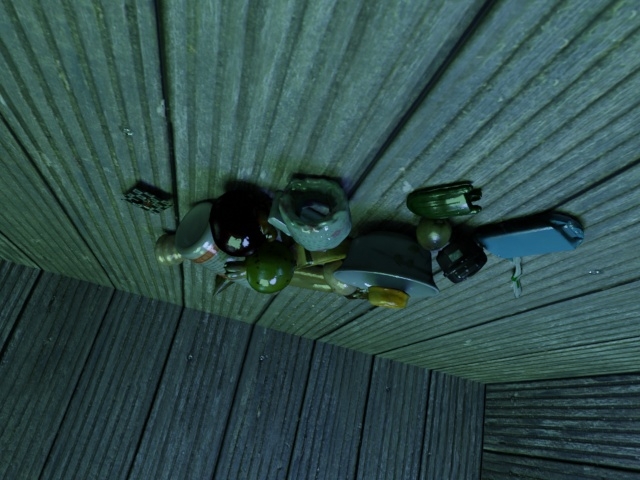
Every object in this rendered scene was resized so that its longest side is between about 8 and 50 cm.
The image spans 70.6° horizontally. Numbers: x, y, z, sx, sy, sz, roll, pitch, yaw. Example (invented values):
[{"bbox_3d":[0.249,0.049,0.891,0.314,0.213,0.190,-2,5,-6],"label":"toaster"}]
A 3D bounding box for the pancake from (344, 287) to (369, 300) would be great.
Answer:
[{"bbox_3d":[0.243,0.183,1.929,0.304,0.067,0.427,6,156,-4],"label":"pancake"}]

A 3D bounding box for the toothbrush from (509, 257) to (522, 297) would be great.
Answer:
[{"bbox_3d":[0.685,0.128,1.573,0.040,0.042,0.418,46,179,37],"label":"toothbrush"}]

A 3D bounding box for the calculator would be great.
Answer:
[{"bbox_3d":[0.592,-0.007,1.298,0.172,0.051,0.293,28,153,-34],"label":"calculator"}]

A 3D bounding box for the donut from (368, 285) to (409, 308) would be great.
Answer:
[{"bbox_3d":[0.229,0.196,1.541,0.151,0.058,0.152,9,168,2],"label":"donut"}]

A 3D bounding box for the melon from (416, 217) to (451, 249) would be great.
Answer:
[{"bbox_3d":[0.333,-0.022,1.338,0.099,0.099,0.162,10,158,7],"label":"melon"}]

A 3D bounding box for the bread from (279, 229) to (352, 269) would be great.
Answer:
[{"bbox_3d":[0.003,0.001,1.634,0.263,0.163,0.167,-11,173,-35],"label":"bread"}]

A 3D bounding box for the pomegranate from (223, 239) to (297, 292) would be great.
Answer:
[{"bbox_3d":[-0.201,0.088,1.521,0.247,0.202,0.202,-3,160,-14],"label":"pomegranate"}]

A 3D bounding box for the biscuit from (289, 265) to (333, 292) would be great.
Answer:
[{"bbox_3d":[-0.057,0.165,2.017,0.290,0.062,0.237,11,158,8],"label":"biscuit"}]

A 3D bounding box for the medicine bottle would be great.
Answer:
[{"bbox_3d":[-0.324,0.033,1.652,0.211,0.211,0.371,-6,150,37],"label":"medicine bottle"}]

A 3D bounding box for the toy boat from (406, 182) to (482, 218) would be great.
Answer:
[{"bbox_3d":[0.327,-0.101,1.214,0.210,0.052,0.104,-6,135,39],"label":"toy boat"}]

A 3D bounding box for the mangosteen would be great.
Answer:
[{"bbox_3d":[-0.223,-0.057,1.425,0.249,0.212,0.211,-7,160,-11],"label":"mangosteen"}]

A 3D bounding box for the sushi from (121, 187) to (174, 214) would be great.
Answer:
[{"bbox_3d":[-0.612,-0.150,1.609,0.139,0.031,0.201,28,156,-33],"label":"sushi"}]

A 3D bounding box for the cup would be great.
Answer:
[{"bbox_3d":[0.225,0.070,1.488,0.346,0.163,0.347,11,167,3],"label":"cup"}]

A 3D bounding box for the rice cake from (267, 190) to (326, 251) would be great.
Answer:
[{"bbox_3d":[-0.060,-0.057,1.422,0.237,0.127,0.043,30,141,-30],"label":"rice cake"}]

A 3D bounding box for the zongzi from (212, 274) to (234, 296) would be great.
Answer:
[{"bbox_3d":[-0.366,0.152,1.957,0.204,0.205,0.094,-4,143,32],"label":"zongzi"}]

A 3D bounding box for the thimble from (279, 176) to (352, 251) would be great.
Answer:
[{"bbox_3d":[-0.018,-0.081,1.288,0.211,0.185,0.149,40,165,24],"label":"thimble"}]

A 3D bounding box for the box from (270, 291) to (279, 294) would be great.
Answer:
[{"bbox_3d":[-0.260,0.179,2.078,0.146,0.088,0.200,32,170,39],"label":"box"}]

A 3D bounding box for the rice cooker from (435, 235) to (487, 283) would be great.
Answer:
[{"bbox_3d":[0.426,0.056,1.376,0.142,0.118,0.203,-39,171,12],"label":"rice cooker"}]

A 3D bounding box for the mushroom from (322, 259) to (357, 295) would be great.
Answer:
[{"bbox_3d":[0.083,0.140,1.793,0.127,0.166,0.166,-31,157,-9],"label":"mushroom"}]

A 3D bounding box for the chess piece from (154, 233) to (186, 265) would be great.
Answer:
[{"bbox_3d":[-0.546,0.033,1.898,0.260,0.143,0.143,-4,153,19],"label":"chess piece"}]
